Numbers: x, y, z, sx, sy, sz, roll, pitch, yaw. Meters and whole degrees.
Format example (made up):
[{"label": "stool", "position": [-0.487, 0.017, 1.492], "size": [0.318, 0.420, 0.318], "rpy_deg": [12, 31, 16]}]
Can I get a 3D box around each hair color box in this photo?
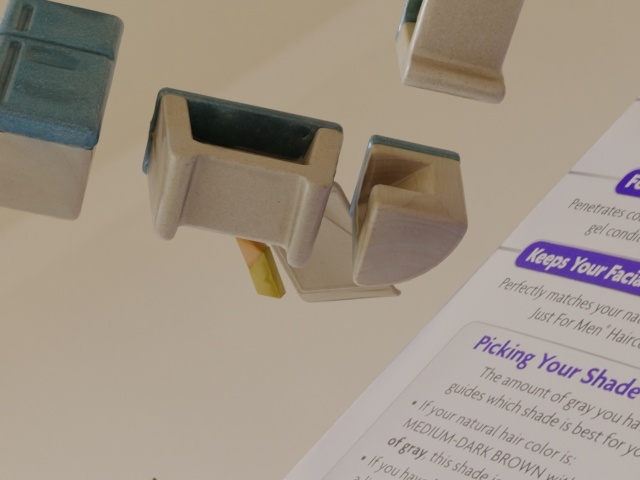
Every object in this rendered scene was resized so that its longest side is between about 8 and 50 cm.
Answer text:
[{"label": "hair color box", "position": [0.127, 0.063, 0.658], "size": [0.339, 0.110, 0.185], "rpy_deg": [-47, -150, -18]}]

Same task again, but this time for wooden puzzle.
[{"label": "wooden puzzle", "position": [0.000, 0.000, 0.949], "size": [0.116, 0.078, 0.014], "rpy_deg": [2, -141, 44]}]

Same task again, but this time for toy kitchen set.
[{"label": "toy kitchen set", "position": [-0.029, -0.094, 0.808], "size": [0.207, 0.166, 0.122], "rpy_deg": [12, -151, -7]}]

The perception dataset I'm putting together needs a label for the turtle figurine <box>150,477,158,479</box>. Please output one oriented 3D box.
[{"label": "turtle figurine", "position": [-0.053, 0.277, 1.436], "size": [0.217, 0.087, 0.269], "rpy_deg": [28, -129, -8]}]
